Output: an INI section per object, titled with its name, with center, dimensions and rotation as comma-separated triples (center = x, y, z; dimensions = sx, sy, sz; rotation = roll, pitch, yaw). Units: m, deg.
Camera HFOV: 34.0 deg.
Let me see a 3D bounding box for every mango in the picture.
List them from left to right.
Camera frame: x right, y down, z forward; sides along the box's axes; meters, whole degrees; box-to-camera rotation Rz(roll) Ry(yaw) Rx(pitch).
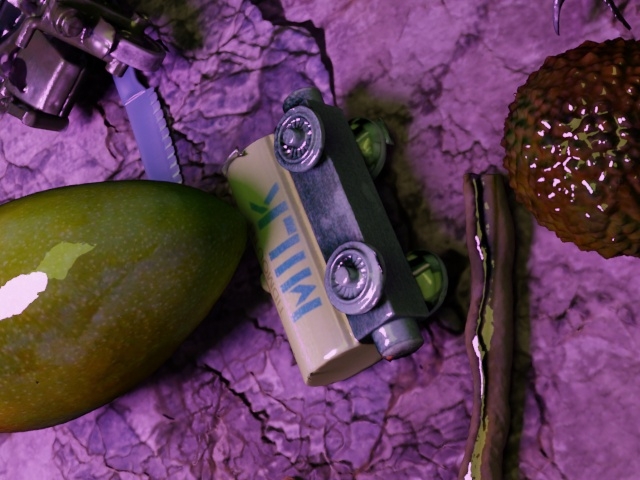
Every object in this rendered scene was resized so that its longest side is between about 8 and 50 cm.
[mango]
center = -0.231, 0.055, 0.930
dimensions = 0.382, 0.225, 0.201
rotation = -23, 51, 22

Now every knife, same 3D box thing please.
[knife]
center = -0.183, -0.139, 1.069
dimensions = 0.044, 0.019, 0.313
rotation = -29, 68, 21

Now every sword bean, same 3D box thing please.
[sword bean]
center = 0.128, 0.077, 0.815
dimensions = 0.043, 0.038, 0.269
rotation = -1, 80, 26

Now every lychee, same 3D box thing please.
[lychee]
center = 0.201, -0.066, 0.739
dimensions = 0.171, 0.171, 0.171
rotation = -7, 76, 30

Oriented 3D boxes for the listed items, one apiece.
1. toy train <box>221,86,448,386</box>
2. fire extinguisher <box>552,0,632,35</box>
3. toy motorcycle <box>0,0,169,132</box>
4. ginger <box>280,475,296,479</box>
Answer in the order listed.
[toy train]
center = 0.000, 0.000, 0.883
dimensions = 0.157, 0.105, 0.253
rotation = -39, 61, 35
[fire extinguisher]
center = 0.322, -0.276, 0.718
dimensions = 0.376, 0.113, 0.200
rotation = -10, 89, 30
[toy motorcycle]
center = -0.288, -0.203, 1.064
dimensions = 0.275, 0.127, 0.205
rotation = 43, 109, 35
[ginger]
center = -0.036, 0.292, 0.860
dimensions = 0.176, 0.052, 0.193
rotation = -5, 76, 36
